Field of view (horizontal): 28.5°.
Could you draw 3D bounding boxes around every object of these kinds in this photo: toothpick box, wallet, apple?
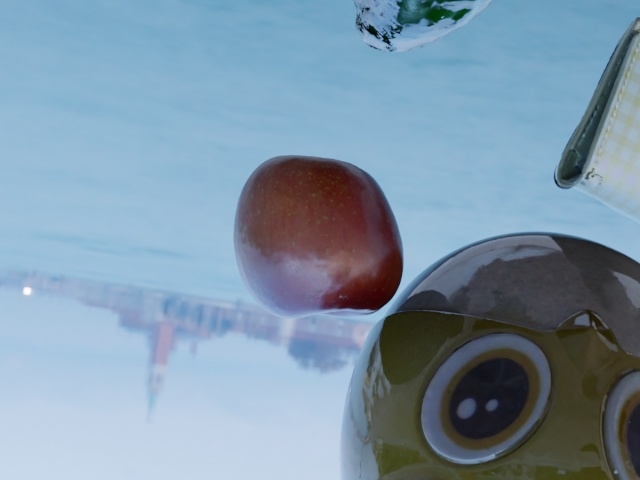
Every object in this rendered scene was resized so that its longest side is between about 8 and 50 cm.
[{"bbox_3d":[0.220,0.219,1.302,0.409,0.408,0.425,8,-145,8],"label":"toothpick box"},{"bbox_3d":[0.434,-0.109,1.510,0.310,0.223,0.077,24,-177,-35],"label":"wallet"},{"bbox_3d":[0.000,0.000,1.317,0.181,0.168,0.181,2,172,0],"label":"apple"}]

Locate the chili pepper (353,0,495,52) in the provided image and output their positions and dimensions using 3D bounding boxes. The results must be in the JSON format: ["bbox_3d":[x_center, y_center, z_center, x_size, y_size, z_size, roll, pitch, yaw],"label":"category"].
[{"bbox_3d":[0.103,-0.307,1.197,0.249,0.233,0.256,-22,168,-23],"label":"chili pepper"}]
